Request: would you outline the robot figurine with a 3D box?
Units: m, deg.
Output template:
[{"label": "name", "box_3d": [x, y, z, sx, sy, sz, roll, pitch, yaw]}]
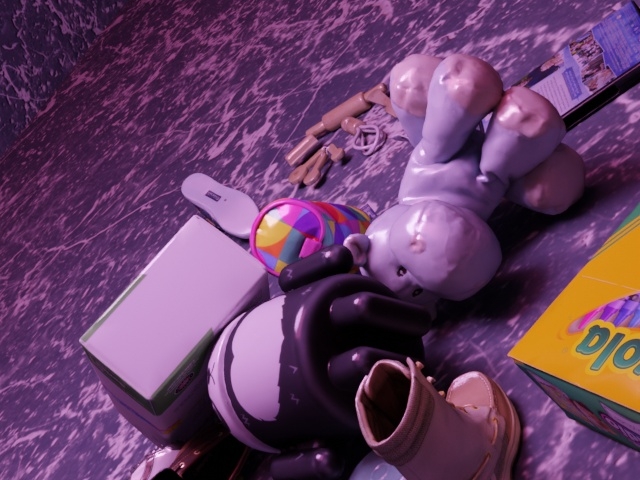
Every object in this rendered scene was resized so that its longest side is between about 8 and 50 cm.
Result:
[{"label": "robot figurine", "box_3d": [-0.004, 0.133, 1.513, 0.278, 0.173, 0.209, -23, 19, 50]}]

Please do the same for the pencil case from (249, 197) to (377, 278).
[{"label": "pencil case", "box_3d": [0.000, 0.000, 1.710, 0.104, 0.104, 0.236, -36, -12, 17]}]

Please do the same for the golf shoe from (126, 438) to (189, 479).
[{"label": "golf shoe", "box_3d": [-0.205, 0.323, 1.677, 0.198, 0.077, 0.094, -45, 39, 0]}]

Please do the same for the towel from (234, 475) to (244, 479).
[{"label": "towel", "box_3d": [-0.115, 0.306, 1.616, 0.060, 0.009, 0.083, -30, 25, 26]}]

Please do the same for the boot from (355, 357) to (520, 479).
[{"label": "boot", "box_3d": [0.106, 0.158, 1.298, 0.077, 0.165, 0.213, -31, 26, 26]}]

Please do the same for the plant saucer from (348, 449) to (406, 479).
[{"label": "plant saucer", "box_3d": [0.065, 0.237, 1.420, 0.119, 0.021, 0.119, -36, 22, 17]}]

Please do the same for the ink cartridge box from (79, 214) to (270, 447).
[{"label": "ink cartridge box", "box_3d": [-0.161, 0.123, 1.700, 0.201, 0.117, 0.278, -49, -15, -17]}]

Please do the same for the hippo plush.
[{"label": "hippo plush", "box_3d": [0.118, -0.054, 1.582, 0.294, 0.234, 0.236, -6, 41, 56]}]

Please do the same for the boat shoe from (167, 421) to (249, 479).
[{"label": "boat shoe", "box_3d": [-0.153, 0.287, 1.601, 0.073, 0.073, 0.207, -13, 36, 54]}]

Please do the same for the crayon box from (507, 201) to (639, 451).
[{"label": "crayon box", "box_3d": [0.366, 0.045, 1.145, 0.313, 0.106, 0.363, -47, 22, -10]}]

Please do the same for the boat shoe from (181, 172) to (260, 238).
[{"label": "boat shoe", "box_3d": [-0.140, -0.041, 2.242, 0.065, 0.083, 0.183, -47, 49, -9]}]

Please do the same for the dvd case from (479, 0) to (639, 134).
[{"label": "dvd case", "box_3d": [0.310, -0.193, 1.800, 0.253, 0.022, 0.180, -35, 24, 18]}]

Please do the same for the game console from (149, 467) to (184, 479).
[{"label": "game console", "box_3d": [-0.160, 0.324, 1.506, 0.071, 0.122, 0.107, -29, 25, 30]}]

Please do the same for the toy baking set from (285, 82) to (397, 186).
[{"label": "toy baking set", "box_3d": [0.045, -0.165, 2.198, 0.256, 0.030, 0.197, -32, 27, 25]}]
